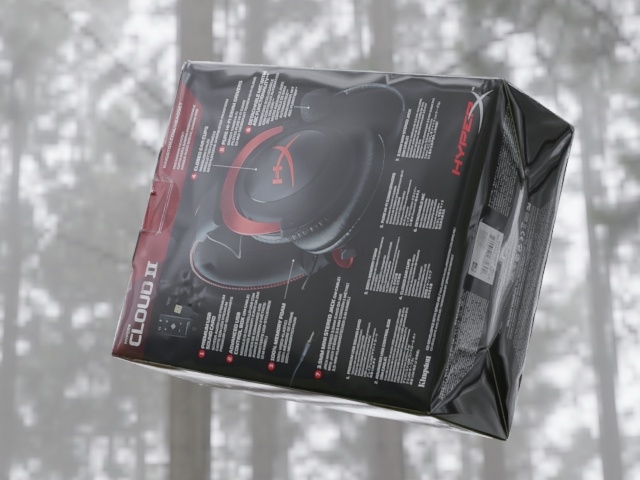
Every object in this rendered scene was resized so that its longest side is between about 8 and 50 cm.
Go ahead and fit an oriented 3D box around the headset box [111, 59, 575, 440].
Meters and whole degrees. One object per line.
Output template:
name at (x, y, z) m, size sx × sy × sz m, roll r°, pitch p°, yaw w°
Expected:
headset box at (0.000, 0.000, 1.255) m, size 0.293 × 0.218 × 0.110 m, roll 6°, pitch -11°, yaw 36°
